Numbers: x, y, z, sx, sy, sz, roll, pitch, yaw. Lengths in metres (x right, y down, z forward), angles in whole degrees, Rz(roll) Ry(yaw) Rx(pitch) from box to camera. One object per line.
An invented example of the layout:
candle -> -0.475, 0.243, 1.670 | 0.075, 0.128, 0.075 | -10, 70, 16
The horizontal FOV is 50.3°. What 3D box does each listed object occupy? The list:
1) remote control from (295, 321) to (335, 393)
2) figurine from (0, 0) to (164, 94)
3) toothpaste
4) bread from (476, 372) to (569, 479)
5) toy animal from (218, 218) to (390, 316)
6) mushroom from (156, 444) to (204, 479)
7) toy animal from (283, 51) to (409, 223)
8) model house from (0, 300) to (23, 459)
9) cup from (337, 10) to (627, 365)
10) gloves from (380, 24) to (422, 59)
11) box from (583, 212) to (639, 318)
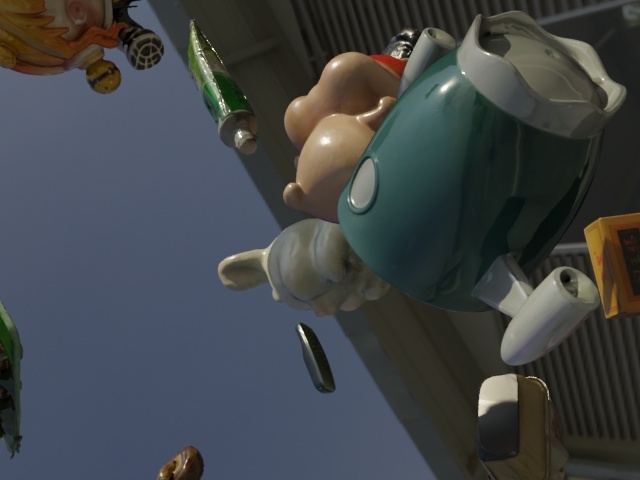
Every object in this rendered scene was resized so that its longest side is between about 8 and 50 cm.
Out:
remote control -> -0.015, 0.297, 1.737 | 0.072, 0.042, 0.222 | 38, -161, -41
figurine -> -0.434, -0.382, 1.111 | 0.323, 0.196, 0.320 | -24, -83, -50
toothpaste -> -0.128, -0.184, 0.839 | 0.047, 0.248, 0.078 | -10, -44, -22
bread -> 0.367, 0.366, 1.262 | 0.212, 0.142, 0.224 | 45, -138, -36
toy animal -> 0.005, 0.006, 1.162 | 0.196, 0.367, 0.241 | 24, -143, -42
mushroom -> -0.302, 0.492, 1.450 | 0.087, 0.127, 0.127 | 46, -130, -18
toy animal -> 0.045, -0.120, 0.775 | 0.171, 0.171, 0.197 | 44, -139, -41
model house -> -0.620, 0.154, 0.916 | 0.324, 0.340, 0.300 | -20, -34, -40
cup -> 0.118, -0.061, 0.489 | 0.167, 0.173, 0.299 | 5, -134, -21
gloves -> 0.131, -0.267, 1.163 | 0.106, 0.129, 0.180 | 17, -69, -37
box -> 0.631, 0.035, 1.214 | 0.076, 0.274, 0.174 | 100, 163, -72
